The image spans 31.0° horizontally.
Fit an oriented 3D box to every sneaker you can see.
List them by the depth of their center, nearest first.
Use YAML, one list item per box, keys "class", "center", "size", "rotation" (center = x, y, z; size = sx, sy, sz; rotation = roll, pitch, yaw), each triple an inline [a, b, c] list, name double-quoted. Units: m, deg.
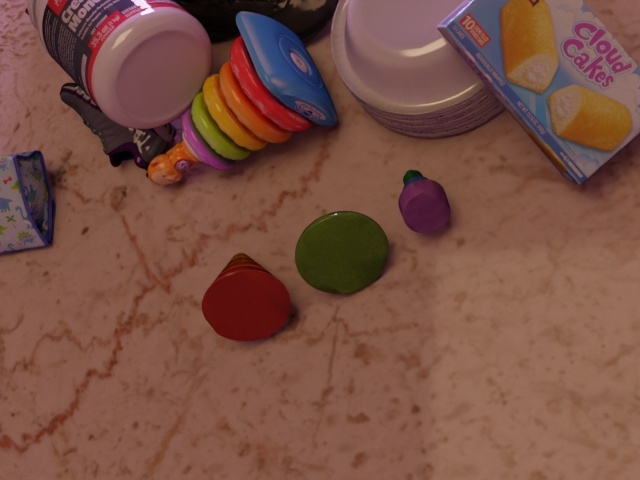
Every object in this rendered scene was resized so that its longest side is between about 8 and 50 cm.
- class: "sneaker"
  center: [-0.113, -0.361, 1.733]
  size: [0.286, 0.130, 0.109]
  rotation: [1, 70, 23]
- class: "sneaker"
  center: [-0.333, -0.173, 1.790]
  size: [0.223, 0.083, 0.098]
  rotation: [23, 86, 28]

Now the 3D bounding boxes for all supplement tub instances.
- class: "supplement tub"
  center: [-0.302, -0.307, 1.715]
  size: [0.191, 0.191, 0.272]
  rotation: [-47, 54, 2]

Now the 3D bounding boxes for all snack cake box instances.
- class: "snack cake box"
  center: [0.290, -0.220, 1.445]
  size: [0.152, 0.089, 0.264]
  rotation: [-42, 98, 6]

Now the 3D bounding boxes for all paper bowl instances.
- class: "paper bowl"
  center: [0.149, -0.296, 1.583]
  size: [0.284, 0.148, 0.284]
  rotation: [-8, 68, 20]

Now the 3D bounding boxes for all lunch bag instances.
- class: "lunch bag"
  center: [-0.492, -0.057, 1.810]
  size: [0.128, 0.096, 0.151]
  rotation: [-8, 97, 21]

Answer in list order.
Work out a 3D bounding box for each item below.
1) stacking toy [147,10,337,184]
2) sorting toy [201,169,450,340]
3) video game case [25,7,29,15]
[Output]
- class: "stacking toy"
  center: [-0.141, -0.170, 1.676]
  size: [0.302, 0.175, 0.166]
  rotation: [-36, 58, 21]
- class: "sorting toy"
  center: [0.000, 0.000, 1.584]
  size: [0.365, 0.127, 0.126]
  rotation: [-28, 33, 9]
- class: "video game case"
  center: [-0.332, -0.442, 1.914]
  size: [0.248, 0.035, 0.275]
  rotation: [31, 87, 30]
